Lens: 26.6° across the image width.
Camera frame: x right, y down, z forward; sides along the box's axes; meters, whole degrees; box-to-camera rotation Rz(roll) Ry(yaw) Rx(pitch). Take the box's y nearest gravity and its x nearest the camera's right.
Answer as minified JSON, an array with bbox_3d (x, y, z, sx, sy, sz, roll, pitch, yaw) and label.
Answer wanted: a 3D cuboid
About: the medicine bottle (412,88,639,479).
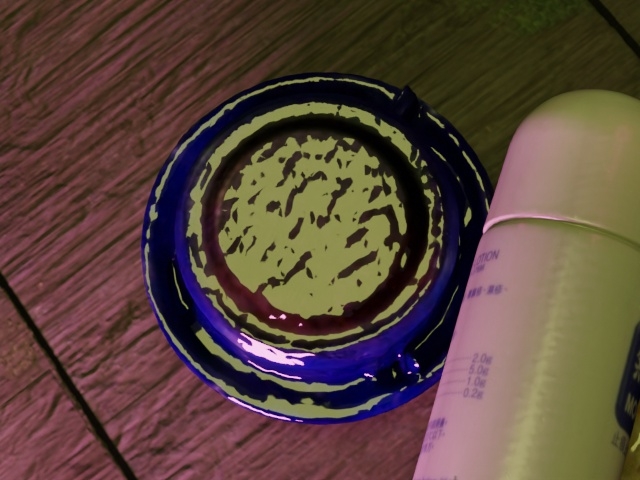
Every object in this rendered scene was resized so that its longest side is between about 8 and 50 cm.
[{"bbox_3d":[0.156,0.058,0.904,0.130,0.130,0.340,13,71,13],"label":"medicine bottle"}]

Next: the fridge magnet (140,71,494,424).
[{"bbox_3d":[0.000,0.000,0.983,0.266,0.112,0.265,-1,74,4],"label":"fridge magnet"}]

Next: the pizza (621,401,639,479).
[{"bbox_3d":[0.295,0.059,0.939,0.297,0.071,0.189,-33,72,0],"label":"pizza"}]
